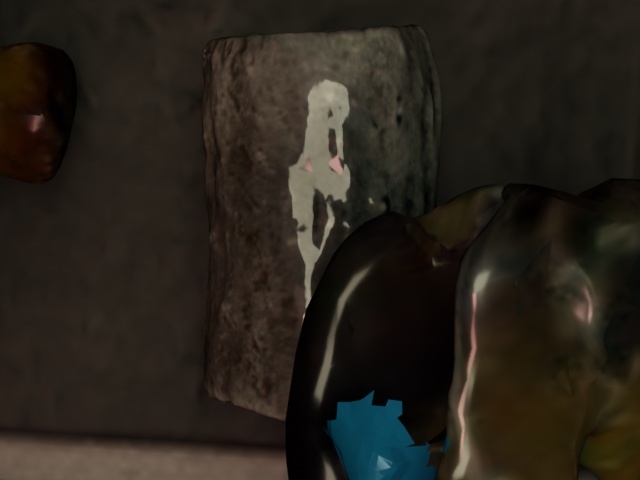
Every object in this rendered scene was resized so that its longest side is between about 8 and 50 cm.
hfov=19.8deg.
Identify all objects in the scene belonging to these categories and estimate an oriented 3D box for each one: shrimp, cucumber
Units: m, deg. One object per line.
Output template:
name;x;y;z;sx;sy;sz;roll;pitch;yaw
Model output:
shrimp;0.066;0.207;0.405;0.110;0.221;0.445;-6;86;-42
cucumber;0.000;-0.002;0.482;0.064;0.064;0.112;1;92;-4

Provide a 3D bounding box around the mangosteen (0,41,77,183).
mangosteen;-0.166;-0.034;0.412;0.261;0.235;0.235;-1;91;-49
